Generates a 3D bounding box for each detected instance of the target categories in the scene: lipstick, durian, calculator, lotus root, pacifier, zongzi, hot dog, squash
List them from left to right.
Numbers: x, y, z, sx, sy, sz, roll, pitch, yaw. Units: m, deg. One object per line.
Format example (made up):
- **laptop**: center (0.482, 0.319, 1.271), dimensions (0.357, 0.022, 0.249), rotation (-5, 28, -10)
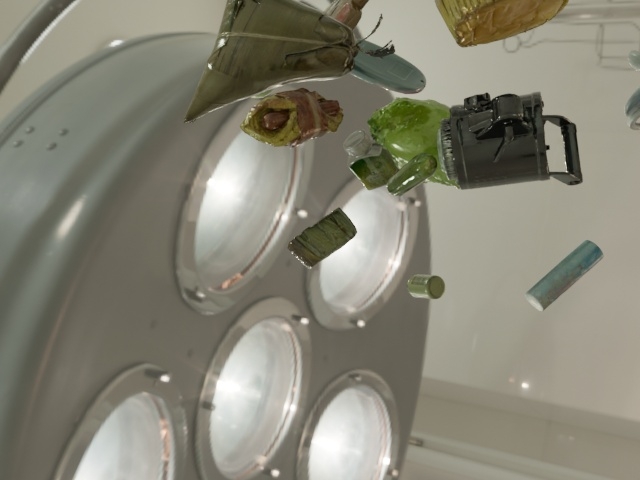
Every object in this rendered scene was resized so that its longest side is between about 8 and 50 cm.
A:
- **zongzi**: center (-0.077, -0.400, 1.703), dimensions (0.418, 0.447, 0.181), rotation (-65, -10, 2)
- **hot dog**: center (-0.047, -0.271, 1.500), dimensions (0.262, 0.093, 0.123), rotation (-25, -95, -34)
- **lotus root**: center (0.000, 0.000, 2.251), dimensions (0.235, 0.138, 0.119), rotation (-35, -93, -33)
- **calculator**: center (0.144, -0.473, 1.856), dimensions (0.185, 0.299, 0.041), rotation (-52, -12, -50)
- **squash**: center (0.225, -0.161, 1.738), dimensions (0.229, 0.066, 0.066), rotation (140, 147, -70)
- **durian**: center (0.323, -0.269, 1.952), dimensions (0.204, 0.340, 0.255), rotation (-58, -37, -20)
- **lipstick**: center (0.454, 0.066, 1.295), dimensions (0.158, 0.048, 0.048), rotation (-40, -40, -8)
- **pacifier**: center (0.833, -0.398, 1.727), dimensions (0.279, 0.227, 0.207), rotation (-7, -118, -38)

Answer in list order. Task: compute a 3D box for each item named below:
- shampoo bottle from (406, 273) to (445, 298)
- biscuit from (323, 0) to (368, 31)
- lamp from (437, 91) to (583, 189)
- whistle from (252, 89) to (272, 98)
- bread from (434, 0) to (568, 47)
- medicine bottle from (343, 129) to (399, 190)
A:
- **shampoo bottle**: center (0.340, 0.152, 2.309), dimensions (0.079, 0.162, 0.079), rotation (1, -91, -26)
- **biscuit**: center (0.030, -0.725, 2.340), dimensions (0.076, 0.394, 0.368), rotation (36, -112, -20)
- **lamp**: center (0.414, -0.226, 1.626), dimensions (0.374, 0.272, 0.204), rotation (18, -113, -49)
- **whistle**: center (-0.145, -0.527, 2.034), dimensions (0.141, 0.294, 0.141), rotation (41, -153, -26)
- **bread**: center (0.359, -0.493, 1.381), dimensions (0.179, 0.250, 0.133), rotation (51, -158, -72)
- **medicine bottle**: center (0.162, -0.266, 2.270), dimensions (0.188, 0.132, 0.088), rotation (46, -139, -32)
